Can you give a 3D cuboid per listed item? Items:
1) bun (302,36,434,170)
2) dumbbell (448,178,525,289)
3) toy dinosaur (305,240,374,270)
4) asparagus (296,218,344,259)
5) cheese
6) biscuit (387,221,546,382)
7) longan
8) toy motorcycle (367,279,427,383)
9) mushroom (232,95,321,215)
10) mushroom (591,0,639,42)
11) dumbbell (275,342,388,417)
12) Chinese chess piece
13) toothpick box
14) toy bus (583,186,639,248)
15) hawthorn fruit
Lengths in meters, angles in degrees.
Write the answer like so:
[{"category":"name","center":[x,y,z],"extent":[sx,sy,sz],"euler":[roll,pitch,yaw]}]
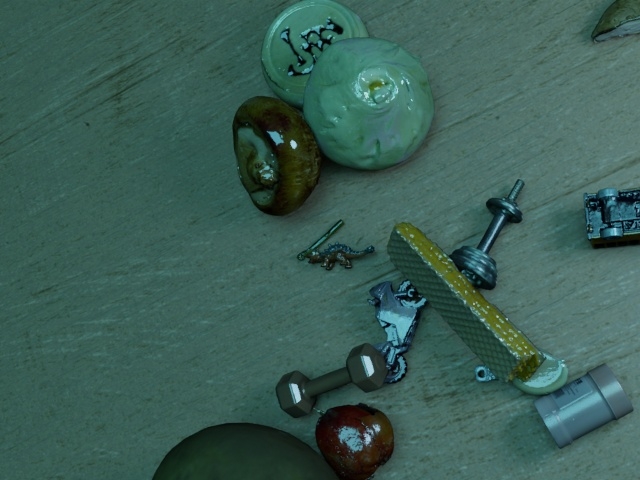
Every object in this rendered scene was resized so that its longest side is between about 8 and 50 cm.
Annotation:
[{"category":"bun","center":[0.100,-0.271,1.736],"extent":[0.283,0.179,0.283],"euler":[0,103,-1]},{"category":"dumbbell","center":[0.335,-0.012,1.684],"extent":[0.110,0.110,0.254],"euler":[26,78,21]},{"category":"toy dinosaur","center":[0.041,0.031,1.786],"extent":[0.154,0.049,0.055],"euler":[-9,70,20]},{"category":"asparagus","center":[0.000,0.000,1.823],"extent":[0.127,0.015,0.018],"euler":[-40,59,3]},{"category":"cheese","center":[0.382,0.240,1.625],"extent":[0.171,0.047,0.092],"euler":[11,78,20]},{"category":"biscuit","center":[0.261,0.117,1.626],"extent":[0.054,0.094,0.379],"euler":[-26,63,-31]},{"category":"longan","center":[-0.127,0.515,1.549],"extent":[0.404,0.336,0.405],"euler":[5,106,18]},{"category":"toy motorcycle","center":[0.136,0.171,1.703],"extent":[0.122,0.080,0.215],"euler":[16,83,19]},{"category":"mushroom","center":[-0.098,-0.177,1.793],"extent":[0.153,0.253,0.253],"euler":[-16,67,-26]},{"category":"mushroom","center":[0.650,-0.461,1.724],"extent":[0.209,0.072,0.094],"euler":[-6,65,16]},{"category":"dumbbell","center":[0.021,0.275,1.675],"extent":[0.231,0.092,0.082],"euler":[-25,105,27]},{"category":"Chinese chess piece","center":[-0.010,-0.411,1.894],"extent":[0.250,0.101,0.250],"euler":[-4,75,16]},{"category":"toothpick box","center":[0.474,0.300,1.553],"extent":[0.149,0.098,0.098],"euler":[-30,69,7]},{"category":"toy bus","center":[0.602,-0.044,1.601],"extent":[0.201,0.114,0.098],"euler":[-7,73,20]},{"category":"hawthorn fruit","center":[0.056,0.372,1.633],"extent":[0.172,0.148,0.148],"euler":[36,88,15]}]
